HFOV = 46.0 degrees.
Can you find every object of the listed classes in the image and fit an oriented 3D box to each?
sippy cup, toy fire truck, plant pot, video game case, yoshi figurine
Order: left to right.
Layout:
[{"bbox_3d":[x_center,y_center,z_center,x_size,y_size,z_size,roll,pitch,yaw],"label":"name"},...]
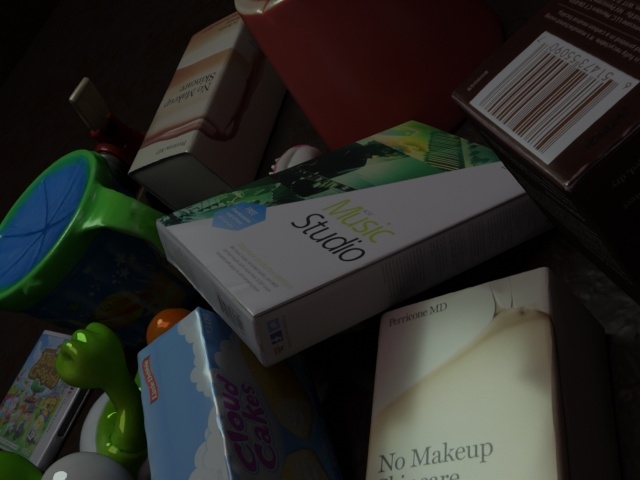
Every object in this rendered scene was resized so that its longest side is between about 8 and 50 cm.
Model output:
[{"bbox_3d":[-0.418,0.234,1.148,0.212,0.023,0.193,0,58,47],"label":"video game case"},{"bbox_3d":[-0.225,0.199,0.706,0.203,0.204,0.362,-26,12,22],"label":"yoshi figurine"},{"bbox_3d":[-0.297,0.033,1.028,0.240,0.224,0.305,-52,35,-2],"label":"sippy cup"},{"bbox_3d":[-0.329,-0.115,1.176,0.158,0.246,0.217,-11,50,42],"label":"toy fire truck"},{"bbox_3d":[0.046,-0.265,0.917,0.275,0.243,0.275,-29,40,27],"label":"plant pot"}]

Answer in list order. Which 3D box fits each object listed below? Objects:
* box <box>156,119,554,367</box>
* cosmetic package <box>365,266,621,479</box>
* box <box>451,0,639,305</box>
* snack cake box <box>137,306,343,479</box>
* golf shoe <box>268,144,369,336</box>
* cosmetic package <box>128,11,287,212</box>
[{"bbox_3d":[0.032,-0.019,0.726,0.322,0.058,0.232,-23,31,-23],"label":"box"},{"bbox_3d":[0.122,0.190,0.536,0.160,0.113,0.309,-22,45,33],"label":"cosmetic package"},{"bbox_3d":[0.243,-0.074,0.566,0.167,0.203,0.168,-43,36,8],"label":"box"},{"bbox_3d":[-0.060,0.203,0.645,0.089,0.152,0.264,-37,48,21],"label":"snack cake box"},{"bbox_3d":[0.000,0.000,0.866,0.140,0.115,0.306,-4,45,11],"label":"golf shoe"},{"bbox_3d":[-0.161,-0.198,1.174,0.153,0.129,0.296,-13,50,38],"label":"cosmetic package"}]
